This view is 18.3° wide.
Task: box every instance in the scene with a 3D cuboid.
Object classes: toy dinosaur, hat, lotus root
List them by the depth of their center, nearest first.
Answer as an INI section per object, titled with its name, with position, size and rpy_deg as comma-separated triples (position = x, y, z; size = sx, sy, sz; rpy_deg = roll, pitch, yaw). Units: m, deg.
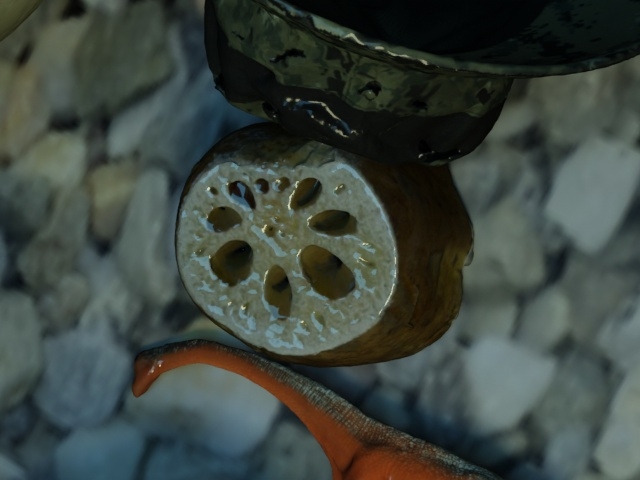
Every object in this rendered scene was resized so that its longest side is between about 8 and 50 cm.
[hat]
position = 0.022, -0.103, 0.805
size = 0.265, 0.265, 0.128
rpy_deg = 28, 128, 16
[lotus root]
position = 0.000, 0.003, 0.868
size = 0.122, 0.081, 0.112
rpy_deg = 0, 97, 19
[toy dinosaur]
position = 0.027, 0.119, 0.869
size = 0.280, 0.055, 0.101
rpy_deg = 15, 85, 19

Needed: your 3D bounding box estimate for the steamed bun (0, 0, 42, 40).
[steamed bun]
position = -0.214, -0.218, 0.836
size = 0.324, 0.206, 0.324
rpy_deg = 26, 127, 41
